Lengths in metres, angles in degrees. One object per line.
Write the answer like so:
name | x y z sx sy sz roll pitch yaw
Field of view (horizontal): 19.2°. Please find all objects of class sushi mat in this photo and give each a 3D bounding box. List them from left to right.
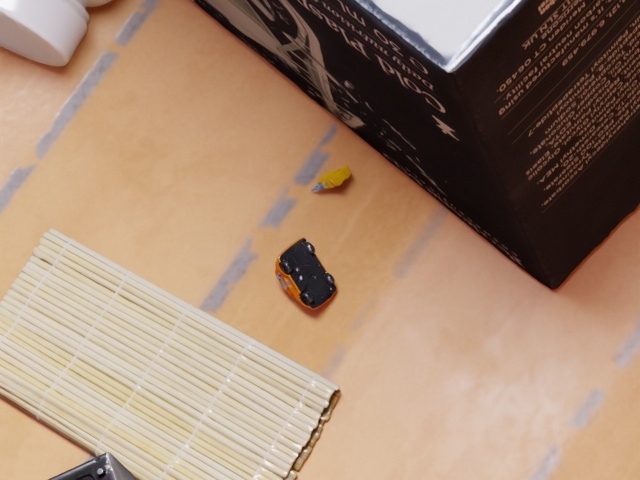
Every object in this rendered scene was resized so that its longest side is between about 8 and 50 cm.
sushi mat | -0.148 0.118 1.599 0.316 0.019 0.151 27 80 22

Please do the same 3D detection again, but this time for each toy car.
toy car | 0.000 0.000 1.598 0.040 0.060 0.122 -15 38 57

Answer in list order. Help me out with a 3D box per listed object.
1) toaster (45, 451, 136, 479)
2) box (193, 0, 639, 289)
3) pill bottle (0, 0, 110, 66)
toaster | -0.205 0.285 1.508 0.185 0.110 0.168 -25 67 6
box | 0.062 -0.270 1.424 0.480 0.472 0.297 41 87 23
pill bottle | -0.224 -0.311 1.687 0.161 0.161 0.283 22 79 21
